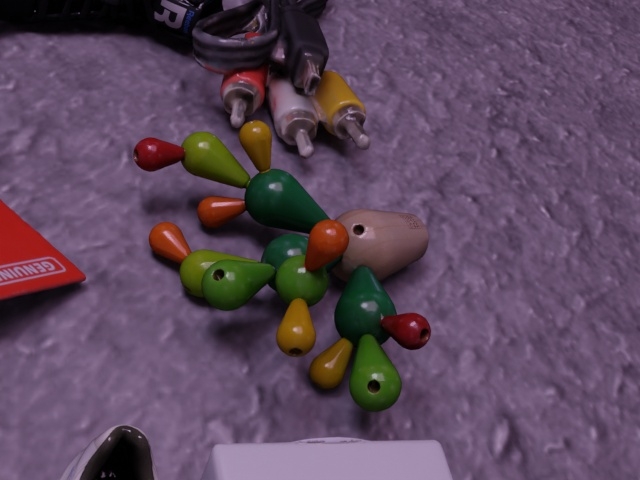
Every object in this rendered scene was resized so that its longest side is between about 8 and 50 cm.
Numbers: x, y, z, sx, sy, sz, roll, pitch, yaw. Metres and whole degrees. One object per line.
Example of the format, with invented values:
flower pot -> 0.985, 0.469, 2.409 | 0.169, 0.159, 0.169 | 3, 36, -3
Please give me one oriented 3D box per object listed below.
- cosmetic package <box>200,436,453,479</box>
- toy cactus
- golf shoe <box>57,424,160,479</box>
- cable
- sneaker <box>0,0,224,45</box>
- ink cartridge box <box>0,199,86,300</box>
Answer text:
cosmetic package -> 0.017, 0.199, 0.370 | 0.117, 0.085, 0.231 | 5, 43, -20
toy cactus -> 0.000, 0.000, 0.568 | 0.180, 0.112, 0.219 | -11, 43, -46
golf shoe -> -0.089, 0.155, 0.364 | 0.069, 0.086, 0.176 | 7, 46, -21
cable -> -0.042, -0.166, 0.756 | 0.139, 0.072, 0.287 | 11, 32, -16
sneaker -> -0.153, -0.193, 0.700 | 0.121, 0.079, 0.217 | 39, 42, 19
ink cartridge box -> -0.270, -0.053, 0.443 | 0.239, 0.060, 0.275 | 37, 21, 18
